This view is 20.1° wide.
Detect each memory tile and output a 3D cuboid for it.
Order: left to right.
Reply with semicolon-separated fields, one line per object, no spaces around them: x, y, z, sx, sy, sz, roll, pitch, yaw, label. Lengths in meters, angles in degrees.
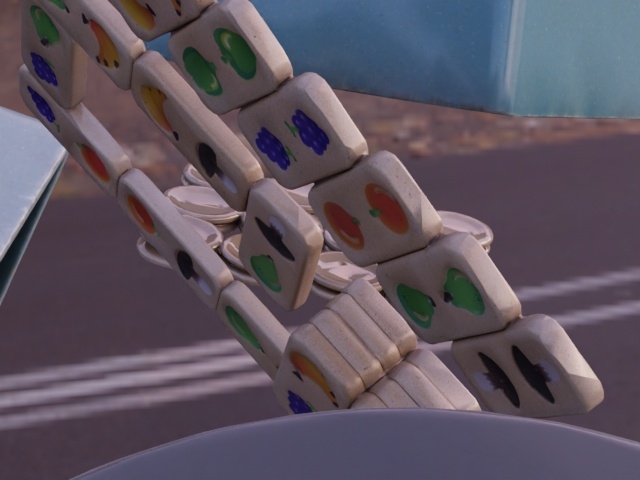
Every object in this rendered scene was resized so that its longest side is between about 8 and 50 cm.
0.000;0.000;0.797;0.148;0.012;0.113;13;23;5;memory tile

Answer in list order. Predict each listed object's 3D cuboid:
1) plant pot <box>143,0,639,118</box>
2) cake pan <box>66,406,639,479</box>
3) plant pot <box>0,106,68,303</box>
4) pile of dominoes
0.052;-0.176;0.720;0.165;0.234;0.165;11;9;32;plant pot
0.008;0.141;0.282;0.293;0.054;0.293;-5;47;5;cake pan
-0.315;0.031;0.964;0.252;0.248;0.247;27;30;-5;plant pot
-0.029;0.002;0.580;0.040;0.251;0.196;-38;-14;-21;pile of dominoes
